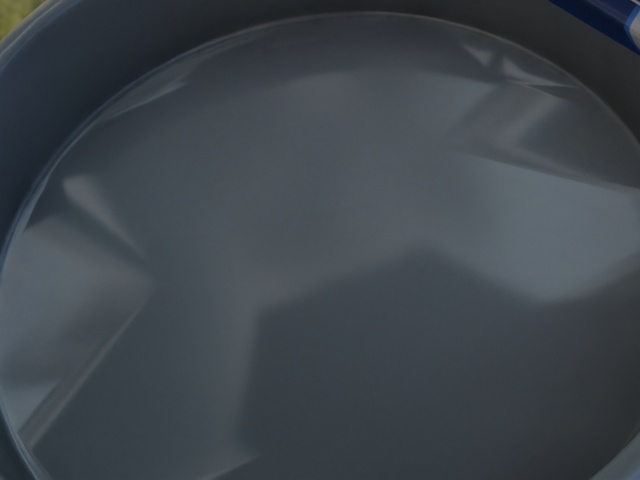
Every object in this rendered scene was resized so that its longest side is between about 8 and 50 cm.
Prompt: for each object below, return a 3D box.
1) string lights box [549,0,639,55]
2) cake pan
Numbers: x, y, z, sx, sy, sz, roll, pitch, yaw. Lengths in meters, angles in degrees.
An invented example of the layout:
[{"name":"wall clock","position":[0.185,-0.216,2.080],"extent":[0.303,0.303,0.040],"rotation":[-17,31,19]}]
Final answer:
[{"name":"string lights box","position":[0.039,-0.152,0.404],"extent":[0.260,0.133,0.077],"rotation":[34,10,17]},{"name":"cake pan","position":[0.000,0.000,0.549],"extent":[0.054,0.293,0.293],"rotation":[75,-2,-55]}]
